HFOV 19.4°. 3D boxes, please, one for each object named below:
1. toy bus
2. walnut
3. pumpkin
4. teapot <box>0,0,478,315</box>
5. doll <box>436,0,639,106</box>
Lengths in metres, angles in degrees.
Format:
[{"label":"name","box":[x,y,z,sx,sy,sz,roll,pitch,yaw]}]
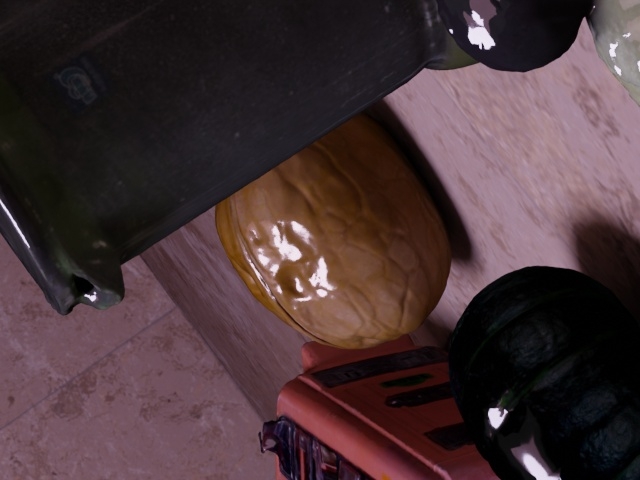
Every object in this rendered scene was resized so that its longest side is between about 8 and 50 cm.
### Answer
[{"label":"toy bus","box":[0.101,0.225,1.575,0.427,0.203,0.233,-156,57,-69]},{"label":"walnut","box":[0.009,-0.009,1.453,0.207,0.167,0.167,56,169,-15]},{"label":"pumpkin","box":[0.168,0.102,1.167,0.202,0.140,0.202,47,-170,-10]},{"label":"teapot","box":[-0.099,-0.130,1.091,0.270,0.337,0.200,54,168,13]},{"label":"doll","box":[0.111,-0.144,0.685,0.135,0.143,0.234,-16,102,48]}]
